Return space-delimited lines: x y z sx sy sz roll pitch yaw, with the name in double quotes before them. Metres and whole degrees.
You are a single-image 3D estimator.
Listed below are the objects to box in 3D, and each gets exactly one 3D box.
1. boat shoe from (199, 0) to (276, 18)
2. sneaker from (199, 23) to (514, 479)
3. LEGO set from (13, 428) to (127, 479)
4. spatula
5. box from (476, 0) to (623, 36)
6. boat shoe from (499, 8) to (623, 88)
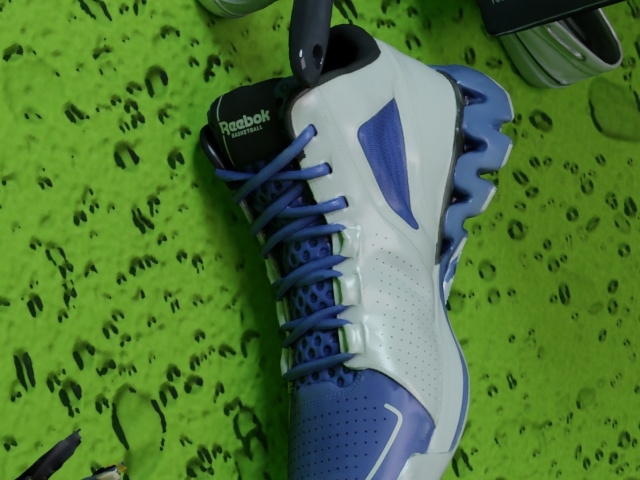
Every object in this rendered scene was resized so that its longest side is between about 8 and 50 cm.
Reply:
"boat shoe" -0.057 -0.228 1.125 0.066 0.063 0.184 -8 91 -43
"sneaker" 0.000 -0.001 1.129 0.182 0.127 0.316 30 59 -33
"LEGO set" -0.264 0.106 0.863 0.255 0.192 0.331 -41 113 -5
"spatula" -0.006 -0.207 1.130 0.084 0.030 0.296 60 23 -48
"box" 0.288 -0.435 1.204 0.479 0.297 0.472 -22 97 -32
"boat shoe" 0.136 -0.202 1.294 0.226 0.075 0.083 47 57 -30
